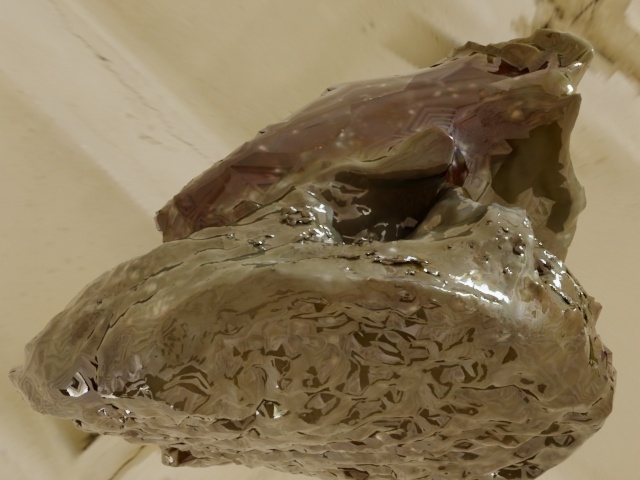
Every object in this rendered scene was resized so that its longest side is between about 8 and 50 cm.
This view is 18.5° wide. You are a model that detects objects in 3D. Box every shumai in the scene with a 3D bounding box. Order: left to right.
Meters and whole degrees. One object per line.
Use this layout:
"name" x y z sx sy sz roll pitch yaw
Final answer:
"shumai" -0.003 0.011 0.432 0.123 0.139 0.105 8 -129 -19
